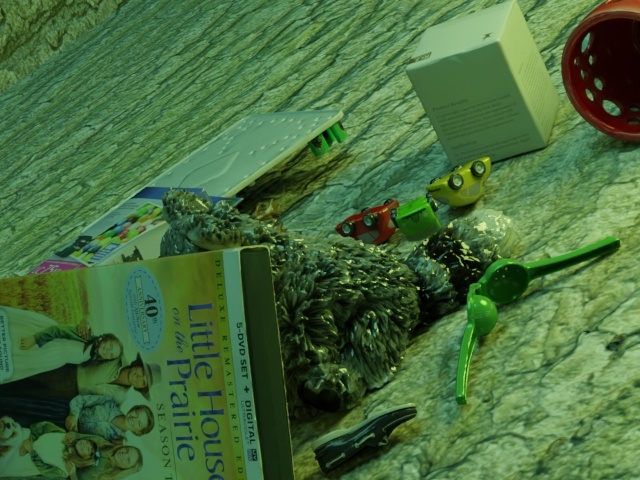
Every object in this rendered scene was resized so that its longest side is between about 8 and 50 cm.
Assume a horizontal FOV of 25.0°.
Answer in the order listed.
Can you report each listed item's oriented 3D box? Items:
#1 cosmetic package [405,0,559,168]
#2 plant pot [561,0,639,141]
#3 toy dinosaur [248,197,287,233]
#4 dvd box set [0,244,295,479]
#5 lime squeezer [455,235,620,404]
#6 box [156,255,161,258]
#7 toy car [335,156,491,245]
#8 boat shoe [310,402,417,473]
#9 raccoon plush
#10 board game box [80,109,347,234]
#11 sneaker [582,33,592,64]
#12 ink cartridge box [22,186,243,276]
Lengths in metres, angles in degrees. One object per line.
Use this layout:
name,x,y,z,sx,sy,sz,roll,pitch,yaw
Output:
cosmetic package,0.241,-0.227,2.118,0.151,0.184,0.151,-15,26,27
plant pot,0.445,-0.252,1.948,0.191,0.191,0.174,-7,24,40
toy dinosaur,-0.109,-0.004,2.217,0.112,0.064,0.211,-29,8,28
dvd box set,-0.224,0.177,1.626,0.420,0.308,0.062,-6,-1,34
lime squeezer,0.218,0.081,1.685,0.110,0.059,0.310,31,54,29
box,-0.174,0.141,1.829,0.142,0.163,0.247,-10,28,33
toy car,0.131,-0.035,1.956,0.239,0.053,0.225,-25,7,8
boat shoe,0.052,0.216,1.581,0.125,0.038,0.046,-23,-19,-3
raccoon plush,0.000,0.000,1.758,0.446,0.299,0.216,-41,26,-29
board game box,-0.183,-0.094,2.435,0.390,0.050,0.390,-36,18,-20
sneaker,0.485,-0.361,2.098,0.319,0.208,0.127,0,36,49
ink cartridge box,-0.283,-0.002,2.153,0.311,0.065,0.185,-36,22,-28
